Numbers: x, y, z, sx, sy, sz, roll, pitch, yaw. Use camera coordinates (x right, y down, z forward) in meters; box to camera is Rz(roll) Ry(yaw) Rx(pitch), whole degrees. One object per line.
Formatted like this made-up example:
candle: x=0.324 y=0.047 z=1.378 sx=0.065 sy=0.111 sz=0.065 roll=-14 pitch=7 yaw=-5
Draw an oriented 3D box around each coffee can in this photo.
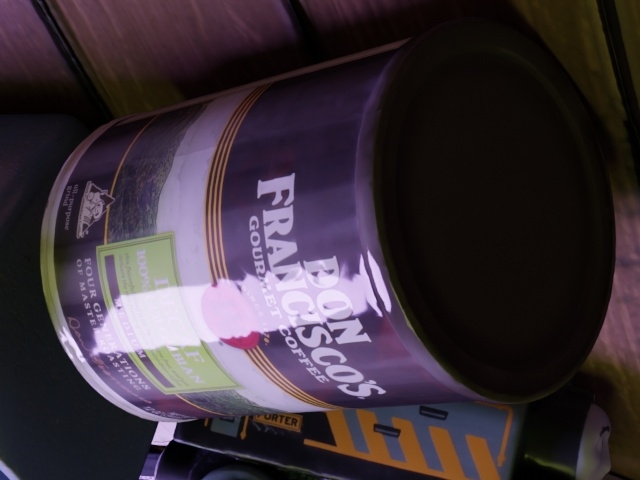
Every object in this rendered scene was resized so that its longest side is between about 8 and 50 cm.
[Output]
coffee can: x=0.000 y=0.000 z=0.892 sx=0.275 sy=0.201 sz=0.201 roll=-10 pitch=133 yaw=44

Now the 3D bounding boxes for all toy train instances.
toy train: x=0.044 y=0.161 z=1.112 sx=0.334 sy=0.190 sz=0.142 roll=11 pitch=180 yaw=17

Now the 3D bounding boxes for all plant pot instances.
plant pot: x=-0.243 y=0.048 z=1.086 sx=0.248 sy=0.252 sz=0.247 roll=3 pitch=141 yaw=33

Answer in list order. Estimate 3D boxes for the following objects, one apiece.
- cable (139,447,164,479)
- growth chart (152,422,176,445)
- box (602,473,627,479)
cable: x=-0.159 y=0.247 z=1.516 sx=0.184 sy=0.047 sz=0.150 roll=-4 pitch=145 yaw=28
growth chart: x=-0.155 y=0.139 z=1.377 sx=0.237 sy=0.021 sz=0.172 roll=4 pitch=141 yaw=32
box: x=0.202 y=0.215 z=1.192 sx=0.324 sy=0.067 sz=0.063 roll=18 pitch=148 yaw=11
